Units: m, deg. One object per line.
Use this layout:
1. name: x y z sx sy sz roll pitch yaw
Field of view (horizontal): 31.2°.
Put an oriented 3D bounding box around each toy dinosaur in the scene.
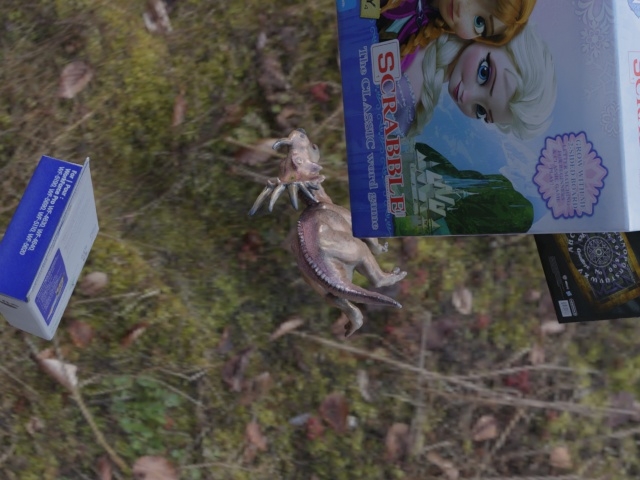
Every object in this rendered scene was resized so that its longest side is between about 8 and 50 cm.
1. toy dinosaur: 0.000 0.000 1.528 0.127 0.295 0.200 -37 127 10

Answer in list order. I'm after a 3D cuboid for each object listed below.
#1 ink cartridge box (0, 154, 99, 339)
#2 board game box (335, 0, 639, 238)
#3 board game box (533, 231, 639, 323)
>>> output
1. ink cartridge box: -0.316 0.009 1.315 0.065 0.332 0.165 22 74 -5
2. board game box: 0.138 -0.162 0.964 0.066 0.318 0.318 -6 92 -38
3. board game box: 0.244 -0.019 1.005 0.026 0.126 0.186 -31 108 -48
